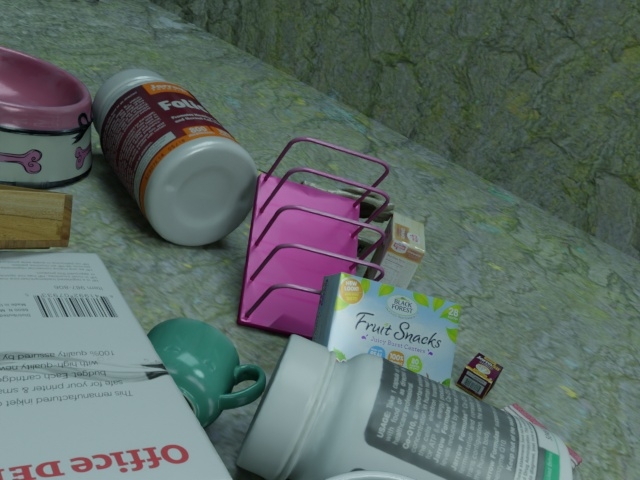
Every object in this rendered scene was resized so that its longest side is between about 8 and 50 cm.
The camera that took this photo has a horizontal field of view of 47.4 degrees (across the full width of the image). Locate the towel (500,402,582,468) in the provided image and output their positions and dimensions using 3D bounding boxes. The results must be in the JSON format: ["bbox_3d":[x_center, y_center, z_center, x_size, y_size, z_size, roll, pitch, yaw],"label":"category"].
[{"bbox_3d":[0.318,0.337,1.167,0.197,0.029,0.144,-7,37,-46],"label":"towel"}]

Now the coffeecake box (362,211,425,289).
[{"bbox_3d":[0.131,0.058,1.388,0.068,0.185,0.142,23,22,-3],"label":"coffeecake box"}]

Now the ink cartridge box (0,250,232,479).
[{"bbox_3d":[-0.312,0.178,0.729,0.286,0.166,0.395,3,29,-39],"label":"ink cartridge box"}]

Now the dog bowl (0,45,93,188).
[{"bbox_3d":[-0.632,-0.261,1.410,0.408,0.150,0.408,20,24,-9],"label":"dog bowl"}]

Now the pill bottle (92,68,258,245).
[{"bbox_3d":[-0.303,-0.181,1.448,0.224,0.224,0.392,3,30,-39],"label":"pill bottle"}]

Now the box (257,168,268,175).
[{"bbox_3d":[-0.182,-0.111,1.626,0.087,0.058,0.232,24,22,1],"label":"box"}]

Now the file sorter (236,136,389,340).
[{"bbox_3d":[0.000,0.000,1.225,0.202,0.182,0.290,15,60,-18],"label":"file sorter"}]

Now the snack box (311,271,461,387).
[{"bbox_3d":[0.092,0.155,1.066,0.207,0.174,0.070,17,-15,-22],"label":"snack box"}]

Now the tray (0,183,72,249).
[{"bbox_3d":[-0.529,-0.047,0.911,0.411,0.076,0.203,10,5,32],"label":"tray"}]

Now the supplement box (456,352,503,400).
[{"bbox_3d":[0.288,0.244,1.314,0.055,0.043,0.083,30,23,20],"label":"supplement box"}]

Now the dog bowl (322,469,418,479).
[{"bbox_3d":[0.055,0.357,0.671,0.265,0.104,0.264,13,43,-13],"label":"dog bowl"}]

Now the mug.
[{"bbox_3d":[-0.164,0.172,0.904,0.129,0.158,0.097,58,25,-22],"label":"mug"}]

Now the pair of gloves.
[{"bbox_3d":[0.030,-0.046,1.481,0.204,0.240,0.042,10,60,-10],"label":"pair of gloves"}]

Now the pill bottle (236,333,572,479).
[{"bbox_3d":[0.096,0.262,0.887,0.361,0.204,0.204,24,23,-1],"label":"pill bottle"}]
